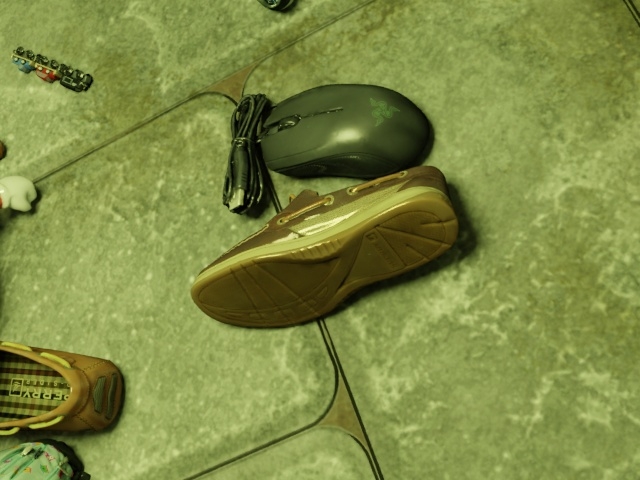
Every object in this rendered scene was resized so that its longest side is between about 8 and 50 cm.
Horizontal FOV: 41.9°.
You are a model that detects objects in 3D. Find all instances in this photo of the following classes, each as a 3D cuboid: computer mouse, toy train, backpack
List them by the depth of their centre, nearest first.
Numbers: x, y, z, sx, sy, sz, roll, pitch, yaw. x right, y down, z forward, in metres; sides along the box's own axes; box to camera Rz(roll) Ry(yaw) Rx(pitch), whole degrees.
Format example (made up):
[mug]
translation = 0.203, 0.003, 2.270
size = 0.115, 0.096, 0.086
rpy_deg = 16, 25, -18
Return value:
[backpack]
translation = -0.381, 0.315, 0.998
size = 0.152, 0.182, 0.115
rpy_deg = -41, 90, 8
[computer mouse]
translation = -0.002, -0.135, 1.052
size = 0.272, 0.072, 0.189
rpy_deg = -5, 61, 17
[toy train]
translation = -0.414, -0.260, 1.277
size = 0.158, 0.027, 0.036
rpy_deg = 24, 94, 24

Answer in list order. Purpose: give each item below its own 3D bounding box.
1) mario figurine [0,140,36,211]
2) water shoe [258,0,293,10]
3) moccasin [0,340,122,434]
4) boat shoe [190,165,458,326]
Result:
[mario figurine]
translation = -0.517, -0.001, 1.194
size = 0.198, 0.170, 0.321
rpy_deg = -47, 40, 41
[water shoe]
translation = -0.092, -0.411, 1.130
size = 0.073, 0.080, 0.203
rpy_deg = -27, 99, 16
[moccasin]
translation = -0.451, 0.194, 1.085
size = 0.380, 0.147, 0.139
rpy_deg = 5, 78, 21
[boat shoe]
translation = 0.000, 0.000, 1.016
size = 0.342, 0.123, 0.123
rpy_deg = -25, 37, 20
